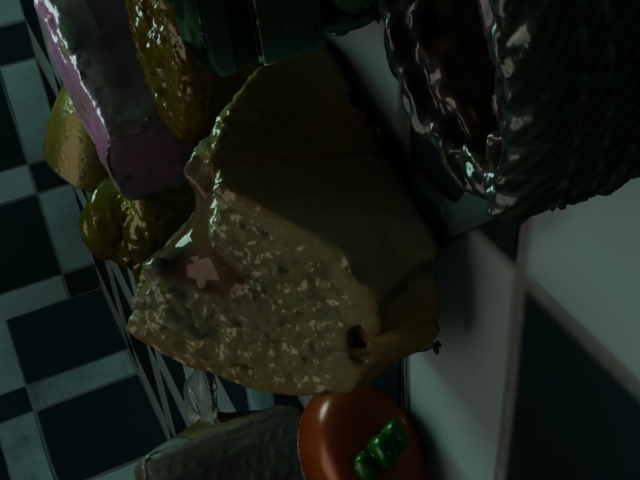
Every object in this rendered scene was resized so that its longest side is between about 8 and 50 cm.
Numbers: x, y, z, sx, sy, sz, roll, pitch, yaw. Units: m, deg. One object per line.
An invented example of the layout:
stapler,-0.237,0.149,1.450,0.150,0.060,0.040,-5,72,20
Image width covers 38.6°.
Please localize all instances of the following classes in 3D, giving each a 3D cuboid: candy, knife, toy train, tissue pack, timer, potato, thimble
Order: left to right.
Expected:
potato,-0.308,-0.183,1.322,0.203,0.178,0.158,-72,0,-50
candy,-0.188,-0.178,0.957,0.265,0.155,0.116,59,156,30
tissue pack,-0.144,0.288,1.220,0.305,0.238,0.239,131,118,-71
toy train,-0.048,-0.173,0.588,0.200,0.132,0.083,38,142,56
timer,0.039,0.178,0.761,0.136,0.099,0.136,39,144,36
knife,0.080,-0.013,0.564,0.028,0.015,0.210,64,163,5
thimble,0.083,-0.086,0.359,0.118,0.090,0.135,-129,24,-52

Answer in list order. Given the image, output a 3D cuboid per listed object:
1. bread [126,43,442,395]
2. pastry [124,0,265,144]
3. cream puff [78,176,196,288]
bread,0.010,-0.004,0.651,0.211,0.224,0.184,27,140,14
pastry,-0.103,-0.182,0.784,0.188,0.103,0.189,162,90,-72
cream puff,-0.193,-0.013,1.133,0.221,0.194,0.195,128,121,-74
